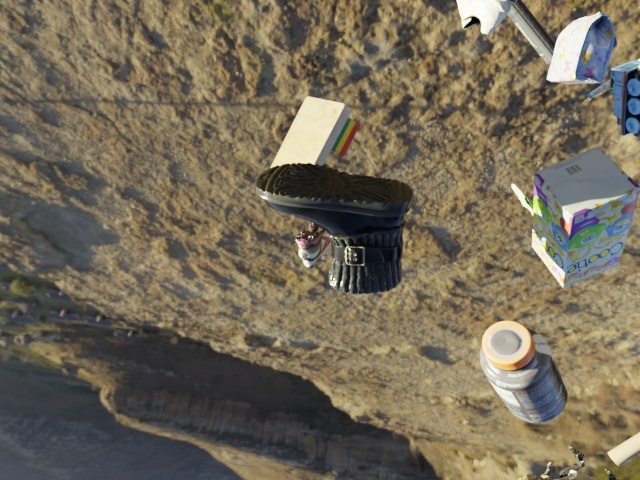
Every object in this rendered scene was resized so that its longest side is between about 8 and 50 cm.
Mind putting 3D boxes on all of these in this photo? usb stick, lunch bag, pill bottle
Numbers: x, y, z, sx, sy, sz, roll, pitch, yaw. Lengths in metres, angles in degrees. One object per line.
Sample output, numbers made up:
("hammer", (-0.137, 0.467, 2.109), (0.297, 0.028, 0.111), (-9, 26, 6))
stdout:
("usb stick", (0.640, -0.654, 1.419), (0.278, 0.045, 0.077), (47, -173, -5))
("lunch bag", (0.352, -0.255, 0.620), (0.053, 0.083, 0.071), (4, -164, -6))
("pill bottle", (0.394, 0.253, 0.907), (0.130, 0.130, 0.246), (-11, 137, 31))

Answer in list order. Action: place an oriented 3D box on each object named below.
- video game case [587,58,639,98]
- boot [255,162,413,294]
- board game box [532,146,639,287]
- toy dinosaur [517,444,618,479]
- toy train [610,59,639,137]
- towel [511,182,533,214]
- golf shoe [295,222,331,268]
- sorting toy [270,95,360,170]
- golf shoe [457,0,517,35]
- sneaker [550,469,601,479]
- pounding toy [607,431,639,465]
("video game case", (0.802, -0.438, 1.226), (0.119, 0.015, 0.166), (-25, 170, -46))
("boot", (0.024, -0.016, 1.027), (0.347, 0.131, 0.260), (12, 130, 9))
("board game box", (0.577, -0.042, 1.034), (0.144, 0.142, 0.275), (-23, 139, 6))
("toy dinosaur", (0.501, 0.477, 0.891), (0.268, 0.118, 0.064), (27, -171, -4))
("toy train", (0.771, -0.346, 1.136), (0.080, 0.105, 0.184), (-21, 122, 1))
("towel", (0.767, -0.148, 1.740), (0.023, 0.152, 0.113), (-36, 107, 20))
("golf shoe", (0.000, 0.000, 1.148), (0.067, 0.186, 0.086), (5, 116, 31))
("sorting toy", (-0.015, -0.233, 1.219), (0.089, 0.255, 0.257), (24, -171, -29))
("golf shoe", (0.261, -0.425, 0.820), (0.069, 0.176, 0.086), (1, 130, -30))
("sneaker", (0.375, 0.468, 0.765), (0.281, 0.105, 0.115), (-7, -171, -25))
("pounding toy", (0.468, 0.221, 0.570), (0.237, 0.110, 0.183), (31, 118, -22))
